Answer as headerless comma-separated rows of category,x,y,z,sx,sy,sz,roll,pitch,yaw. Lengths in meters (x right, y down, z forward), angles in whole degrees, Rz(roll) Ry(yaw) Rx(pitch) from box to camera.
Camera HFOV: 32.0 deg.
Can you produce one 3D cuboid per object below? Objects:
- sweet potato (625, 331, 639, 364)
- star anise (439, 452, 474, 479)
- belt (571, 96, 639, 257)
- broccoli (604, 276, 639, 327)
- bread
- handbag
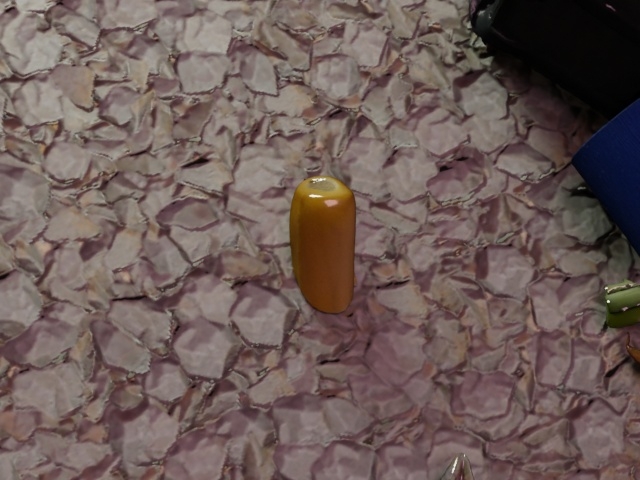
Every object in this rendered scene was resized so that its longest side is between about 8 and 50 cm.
sweet potato,0.329,0.132,0.903,0.195,0.056,0.056,33,69,9
star anise,0.077,0.257,0.806,0.212,0.073,0.197,-40,84,-22
belt,0.372,-0.114,0.910,0.347,0.212,0.117,-29,76,-18
broccoli,0.336,0.047,0.918,0.204,0.118,0.122,-3,101,6
bread,0.000,0.001,0.903,0.049,0.103,0.062,-12,29,-24
handbag,0.237,-0.223,0.905,0.181,0.254,0.181,34,80,7
